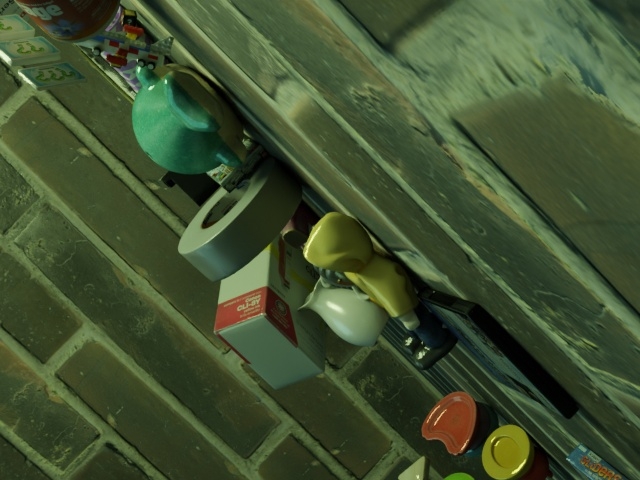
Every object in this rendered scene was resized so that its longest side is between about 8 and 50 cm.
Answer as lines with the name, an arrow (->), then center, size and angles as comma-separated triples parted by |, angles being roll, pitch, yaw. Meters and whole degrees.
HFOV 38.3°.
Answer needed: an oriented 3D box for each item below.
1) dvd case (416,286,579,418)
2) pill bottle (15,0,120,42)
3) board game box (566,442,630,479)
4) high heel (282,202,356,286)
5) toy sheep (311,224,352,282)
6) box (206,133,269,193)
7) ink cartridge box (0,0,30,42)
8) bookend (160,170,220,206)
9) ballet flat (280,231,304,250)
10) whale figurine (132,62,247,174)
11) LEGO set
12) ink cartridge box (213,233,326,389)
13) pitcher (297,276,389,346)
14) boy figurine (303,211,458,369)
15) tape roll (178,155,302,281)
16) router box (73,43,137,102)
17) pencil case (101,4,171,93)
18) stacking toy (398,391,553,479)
dvd case -> 0.218, 0.136, 1.186 | 0.180, 0.022, 0.253 | 46, 176, -6
pill bottle -> -0.345, -0.347, 1.140 | 0.121, 0.121, 0.216 | 43, 176, 22
board game box -> 0.452, 0.387, 1.325 | 0.201, 0.035, 0.136 | 46, 176, -30
high heel -> 0.000, 0.000, 1.789 | 0.244, 0.082, 0.117 | 32, -147, -36
toy sheep -> 0.023, 0.022, 1.555 | 0.132, 0.091, 0.091 | 48, 179, 33
box -> -0.151, -0.138, 1.561 | 0.027, 0.094, 0.137 | 47, 176, -31
ink cartridge box -> -0.631, -0.513, 1.712 | 0.121, 0.211, 0.289 | 42, 177, 14
bookend -> -0.180, -0.110, 1.703 | 0.157, 0.156, 0.072 | 43, 176, 5
ballet flat -> -0.030, -0.022, 1.880 | 0.213, 0.072, 0.068 | 43, 149, 11
whale figurine -> -0.208, -0.177, 1.385 | 0.216, 0.141, 0.272 | 45, 176, -9
LEGO set -> -0.328, -0.286, 1.273 | 0.244, 0.060, 0.182 | -20, -130, -43
ink cartridge box -> -0.117, 0.143, 2.403 | 0.279, 0.160, 0.385 | 48, -150, -36
pitcher -> 0.070, 0.156, 2.264 | 0.207, 0.178, 0.125 | 30, -143, 5
boy figurine -> 0.089, 0.072, 1.344 | 0.285, 0.092, 0.177 | 44, -177, -31
tape roll -> -0.132, -0.036, 1.511 | 0.072, 0.219, 0.219 | 45, 176, -18
router box -> -0.447, -0.387, 2.080 | 0.309, 0.081, 0.243 | 44, 176, 12
pencil case -> -0.313, -0.302, 1.532 | 0.088, 0.086, 0.206 | 0, 149, 31
stacking toy -> 0.348, 0.511, 2.068 | 0.130, 0.279, 0.309 | 34, -179, -33
